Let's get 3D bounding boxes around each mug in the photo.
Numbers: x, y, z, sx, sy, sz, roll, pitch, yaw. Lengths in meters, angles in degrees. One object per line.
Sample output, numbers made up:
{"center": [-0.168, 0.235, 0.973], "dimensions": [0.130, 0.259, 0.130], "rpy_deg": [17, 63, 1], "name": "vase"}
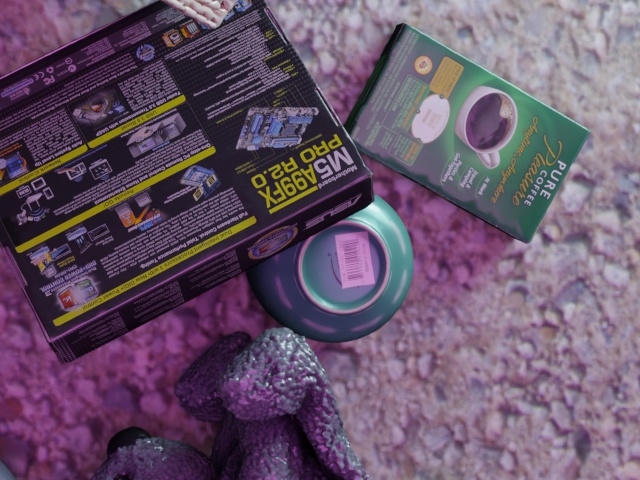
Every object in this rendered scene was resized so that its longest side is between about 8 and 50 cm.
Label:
{"center": [-0.002, 0.010, 1.217], "dimensions": [0.158, 0.097, 0.129], "rpy_deg": [35, 87, -12], "name": "mug"}

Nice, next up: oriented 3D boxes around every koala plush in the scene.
{"center": [-0.090, 0.199, 1.143], "dimensions": [0.221, 0.196, 0.203], "rpy_deg": [-26, 92, -19], "name": "koala plush"}

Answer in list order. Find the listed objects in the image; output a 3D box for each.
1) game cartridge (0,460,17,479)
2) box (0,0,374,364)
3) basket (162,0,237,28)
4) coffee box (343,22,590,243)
{"center": [-0.319, 0.232, 1.146], "dimensions": [0.196, 0.060, 0.294], "rpy_deg": [-35, 122, -2], "name": "game cartridge"}
{"center": [-0.127, -0.063, 1.160], "dimensions": [0.270, 0.060, 0.216], "rpy_deg": [-28, 71, -8], "name": "box"}
{"center": [-0.129, -0.243, 1.135], "dimensions": [0.167, 0.113, 0.103], "rpy_deg": [34, 96, 29], "name": "basket"}
{"center": [0.119, -0.087, 1.263], "dimensions": [0.184, 0.040, 0.113], "rpy_deg": [27, 89, -11], "name": "coffee box"}
